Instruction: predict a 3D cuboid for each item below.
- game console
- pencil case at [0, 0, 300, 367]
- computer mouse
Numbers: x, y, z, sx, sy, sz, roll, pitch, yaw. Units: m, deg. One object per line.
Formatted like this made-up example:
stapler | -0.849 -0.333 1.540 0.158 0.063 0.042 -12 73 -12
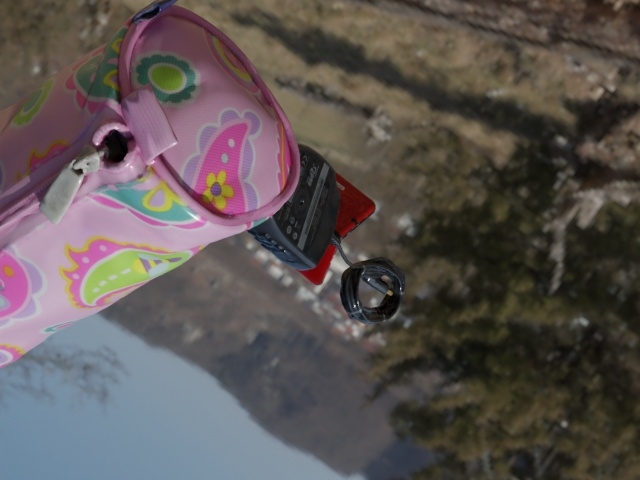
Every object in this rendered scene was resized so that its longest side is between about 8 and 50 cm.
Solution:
game console | -0.009 -0.032 1.864 0.144 0.124 0.085 39 155 25
pencil case | -0.147 -0.011 0.665 0.124 0.284 0.124 33 -136 -39
computer mouse | 0.000 0.000 0.906 0.041 0.071 0.242 8 159 29
